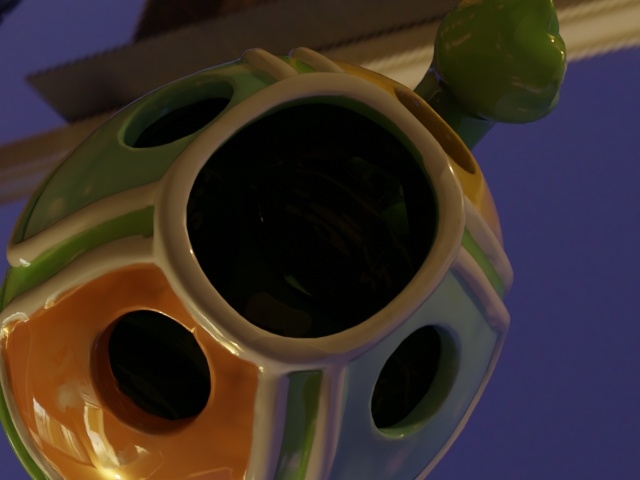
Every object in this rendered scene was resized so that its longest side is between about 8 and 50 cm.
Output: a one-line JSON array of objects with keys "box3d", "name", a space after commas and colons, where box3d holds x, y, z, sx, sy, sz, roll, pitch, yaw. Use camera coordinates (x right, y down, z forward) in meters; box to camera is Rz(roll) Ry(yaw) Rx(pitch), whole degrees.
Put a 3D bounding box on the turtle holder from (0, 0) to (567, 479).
[{"box3d": [0.001, 0.018, 0.742, 0.320, 0.227, 0.243, -14, -107, -20], "name": "turtle holder"}]
